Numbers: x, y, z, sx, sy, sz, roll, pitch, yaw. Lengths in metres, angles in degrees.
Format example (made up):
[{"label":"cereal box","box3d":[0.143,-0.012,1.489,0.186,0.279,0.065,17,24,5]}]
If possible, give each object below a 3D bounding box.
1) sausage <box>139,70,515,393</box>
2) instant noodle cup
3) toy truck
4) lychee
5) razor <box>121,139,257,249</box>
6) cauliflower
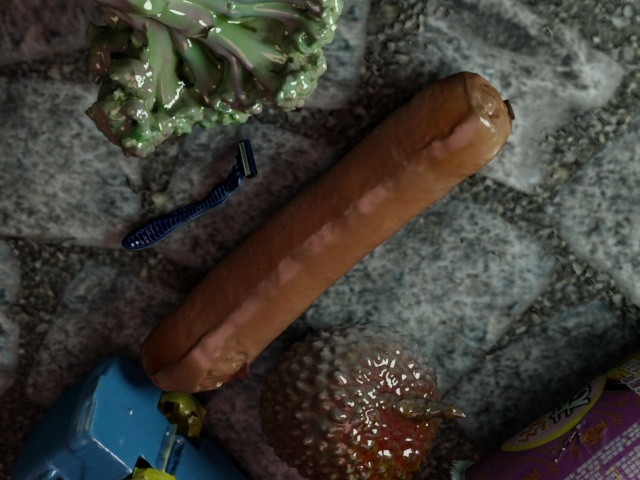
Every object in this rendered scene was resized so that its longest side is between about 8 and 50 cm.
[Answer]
[{"label":"sausage","box3d":[0.000,0.000,1.660,0.419,0.094,0.094,-41,113,20]},{"label":"instant noodle cup","box3d":[0.318,0.239,1.669,0.266,0.340,0.340,-44,108,9]},{"label":"toy truck","box3d":[-0.128,0.292,1.780,0.162,0.161,0.385,-30,114,25]},{"label":"lychee","box3d":[0.037,0.153,1.696,0.197,0.165,0.165,-4,122,41]},{"label":"razor","box3d":[-0.116,-0.031,1.684,0.155,0.044,0.028,-34,137,19]},{"label":"cauliflower","box3d":[-0.125,-0.209,1.458,0.239,0.315,0.256,-32,68,22]}]
